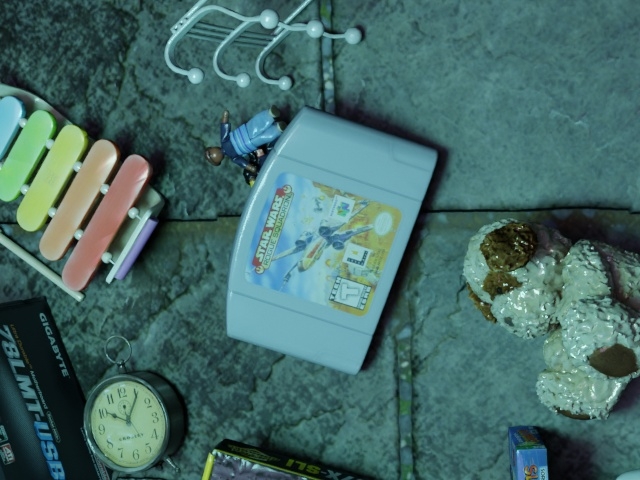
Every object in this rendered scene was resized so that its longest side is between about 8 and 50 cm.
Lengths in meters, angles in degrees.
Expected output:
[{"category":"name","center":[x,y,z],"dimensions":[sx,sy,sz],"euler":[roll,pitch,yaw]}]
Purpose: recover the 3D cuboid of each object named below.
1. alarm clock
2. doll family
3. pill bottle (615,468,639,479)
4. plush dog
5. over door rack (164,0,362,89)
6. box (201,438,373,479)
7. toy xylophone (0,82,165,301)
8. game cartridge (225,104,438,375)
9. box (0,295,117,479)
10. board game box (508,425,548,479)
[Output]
[{"category":"alarm clock","center":[-0.246,0.217,1.829],"dimensions":[0.129,0.064,0.192],"euler":[-13,91,24]},{"category":"doll family","center":[-0.067,-0.076,1.730],"dimensions":[0.111,0.076,0.193],"euler":[-28,78,27]},{"category":"pill bottle","center":[0.406,0.318,1.505],"dimensions":[0.283,0.160,0.160],"euler":[-13,89,23]},{"category":"plush dog","center":[0.264,0.052,1.537],"dimensions":[0.225,0.262,0.210],"euler":[27,70,10]},{"category":"over door rack","center":[-0.010,-0.304,1.595],"dimensions":[0.108,0.239,0.324],"euler":[43,109,17]},{"category":"box","center":[-0.005,0.406,1.683],"dimensions":[0.322,0.079,0.257],"euler":[16,95,5]},{"category":"toy xylophone","center":[-0.350,-0.054,1.844],"dimensions":[0.323,0.081,0.236],"euler":[30,105,19]},{"category":"game cartridge","center":[0.000,0.000,1.671],"dimensions":[0.198,0.062,0.297],"euler":[16,102,-12]},{"category":"box","center":[-0.403,0.229,1.773],"dimensions":[0.073,0.293,0.295],"euler":[-24,84,24]},{"category":"board game box","center":[0.239,0.323,1.589],"dimensions":[0.035,0.136,0.201],"euler":[-3,93,4]}]
